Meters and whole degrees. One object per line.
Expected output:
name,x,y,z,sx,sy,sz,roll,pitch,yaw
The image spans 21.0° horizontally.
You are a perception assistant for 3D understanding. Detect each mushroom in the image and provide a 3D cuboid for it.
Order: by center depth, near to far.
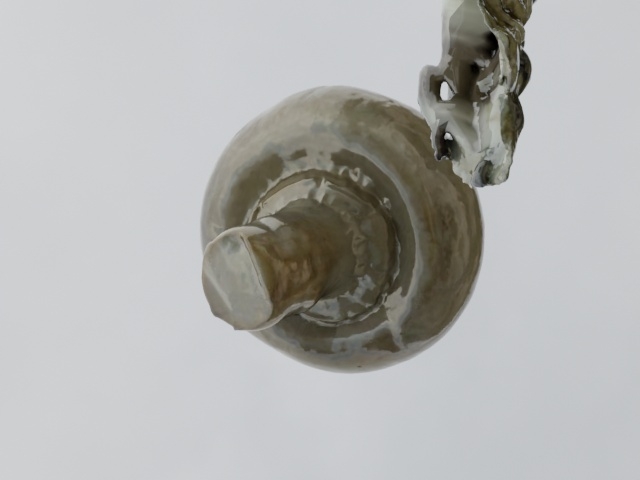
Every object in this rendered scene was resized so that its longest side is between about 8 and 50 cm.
mushroom,0.001,-0.013,1.200,0.209,0.206,0.206,24,-112,-48

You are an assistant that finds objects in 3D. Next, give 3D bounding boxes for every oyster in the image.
oyster,0.078,-0.100,0.725,0.061,0.106,0.200,9,-129,-3
